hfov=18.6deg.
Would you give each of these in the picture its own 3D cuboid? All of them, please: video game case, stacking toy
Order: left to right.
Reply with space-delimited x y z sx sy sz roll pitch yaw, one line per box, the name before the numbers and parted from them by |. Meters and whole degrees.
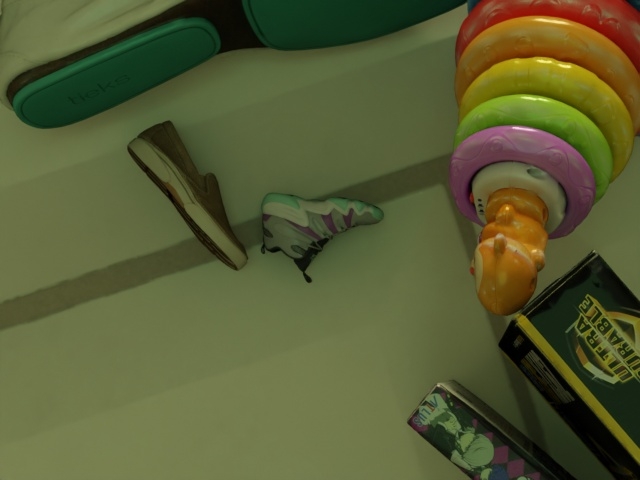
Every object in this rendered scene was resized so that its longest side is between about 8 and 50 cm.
stacking toy | 0.154 -0.060 1.399 0.166 0.175 0.302 6 48 17
video game case | 0.159 0.181 1.416 0.210 0.232 0.042 40 91 6

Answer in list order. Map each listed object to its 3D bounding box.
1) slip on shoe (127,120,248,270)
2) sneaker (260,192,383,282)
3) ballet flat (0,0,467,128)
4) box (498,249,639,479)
slip on shoe | -0.097 -0.037 1.550 0.041 0.051 0.135 -39 77 -11
sneaker | 0.000 0.000 1.544 0.098 0.038 0.069 4 87 14
ballet flat | -0.073 -0.206 1.531 0.400 0.139 0.139 -16 84 4
box | 0.238 0.138 1.368 0.079 0.322 0.257 -39 84 -1
